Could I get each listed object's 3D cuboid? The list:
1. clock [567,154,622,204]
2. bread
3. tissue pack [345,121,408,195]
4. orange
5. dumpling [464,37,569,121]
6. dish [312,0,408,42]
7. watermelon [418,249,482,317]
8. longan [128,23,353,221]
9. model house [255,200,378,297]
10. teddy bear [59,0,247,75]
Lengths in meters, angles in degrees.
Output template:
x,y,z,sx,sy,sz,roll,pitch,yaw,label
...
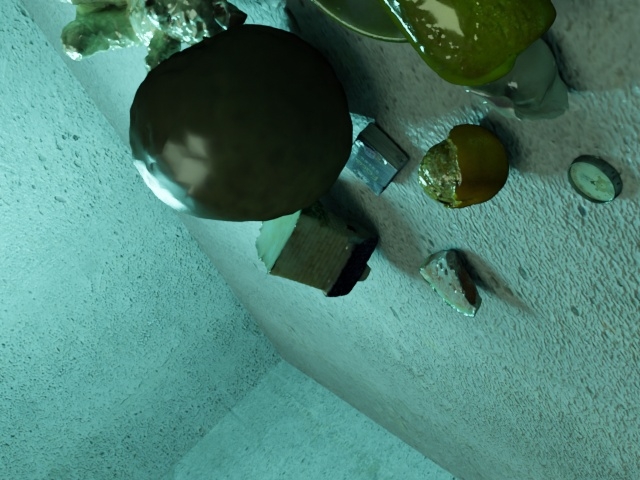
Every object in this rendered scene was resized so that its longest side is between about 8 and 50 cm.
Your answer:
x,y,z,sx,sy,sz,roll,pitch,yaw,label
0.408,-0.090,1.059,0.085,0.017,0.085,41,161,17,clock
0.097,-0.331,0.768,0.383,0.112,0.166,50,147,-16,bread
0.115,-0.168,1.493,0.112,0.051,0.156,44,161,4,tissue pack
0.237,-0.124,1.180,0.156,0.134,0.156,0,157,0,orange
0.251,-0.220,0.958,0.188,0.127,0.108,42,156,-2,dumpling
0.091,-0.423,0.885,0.324,0.124,0.324,26,146,19,dish
0.300,0.076,1.578,0.187,0.071,0.139,44,157,36,watermelon
-0.156,-0.227,1.380,0.404,0.435,0.404,179,90,-85,longan
-0.001,0.002,1.881,0.284,0.243,0.298,27,-164,-20,model house
-0.375,-0.499,1.495,0.362,0.375,0.327,-134,37,-64,teddy bear
